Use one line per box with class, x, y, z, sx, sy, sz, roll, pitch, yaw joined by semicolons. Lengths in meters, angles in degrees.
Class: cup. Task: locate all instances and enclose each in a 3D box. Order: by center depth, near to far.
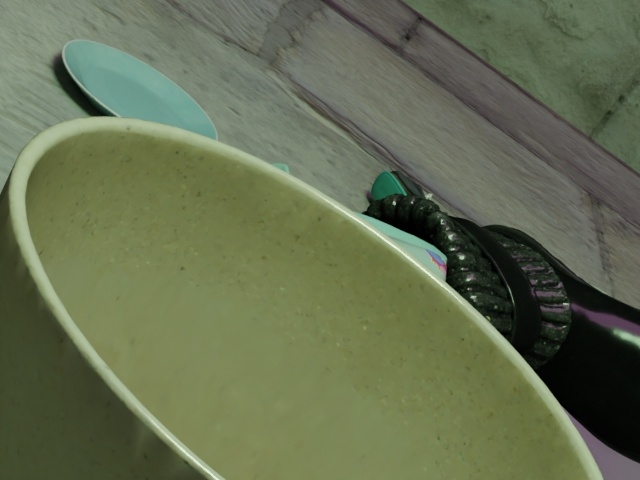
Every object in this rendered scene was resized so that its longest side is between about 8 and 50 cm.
cup;-0.057;0.132;0.624;0.331;0.237;0.331;32;20;-13

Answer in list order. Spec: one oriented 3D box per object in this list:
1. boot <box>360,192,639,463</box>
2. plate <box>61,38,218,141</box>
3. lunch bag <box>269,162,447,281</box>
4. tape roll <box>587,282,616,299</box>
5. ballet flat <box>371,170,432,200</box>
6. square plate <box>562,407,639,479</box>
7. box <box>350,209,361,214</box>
boot;0.200;0.091;1.137;0.348;0.131;0.260;35;11;27
plate;-0.192;-0.145;1.324;0.188;0.024;0.188;31;22;-14
lunch bag;-0.053;0.046;0.946;0.262;0.160;0.223;26;23;3
tape roll;0.439;0.184;1.417;0.392;0.072;0.392;34;5;-4
ballet flat;0.114;-0.019;1.483;0.074;0.074;0.203;27;20;-23
square plate;0.163;0.161;1.193;0.347;0.049;0.344;19;26;-39
box;0.000;0.000;1.258;0.324;0.063;0.067;19;27;-38
